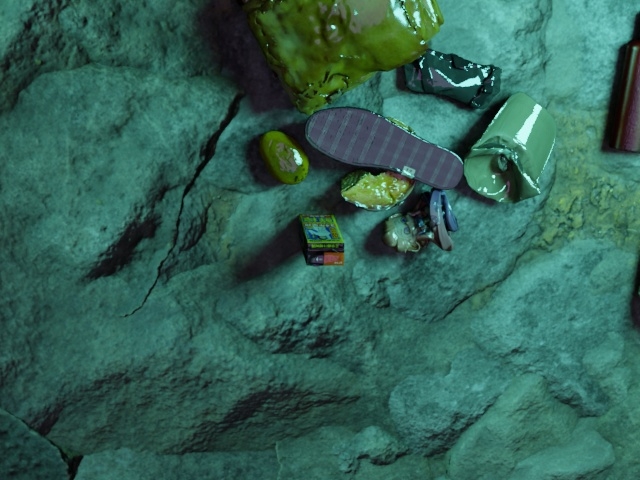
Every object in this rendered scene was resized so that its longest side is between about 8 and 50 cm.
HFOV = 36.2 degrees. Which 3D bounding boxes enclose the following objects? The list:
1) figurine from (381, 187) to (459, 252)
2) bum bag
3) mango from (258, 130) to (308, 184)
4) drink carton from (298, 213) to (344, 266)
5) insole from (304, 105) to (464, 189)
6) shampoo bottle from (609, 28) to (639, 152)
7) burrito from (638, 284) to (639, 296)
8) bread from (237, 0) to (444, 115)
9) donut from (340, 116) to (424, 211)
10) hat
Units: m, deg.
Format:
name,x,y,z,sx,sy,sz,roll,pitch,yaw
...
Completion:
name,x,y,z,sx,sy,sz,roll,pitch,yaw
figurine,0.197,-0.025,1.882,0.157,0.126,0.114,-34,155,31
bum bag,0.243,-0.301,1.810,0.197,0.049,0.087,14,103,-11
mango,-0.069,-0.155,1.826,0.079,0.057,0.114,-38,101,12
drink carton,0.000,0.000,1.828,0.071,0.166,0.056,-2,110,-5
insole,0.118,-0.167,1.793,0.309,0.012,0.110,21,97,-11
shampoo bottle,0.614,-0.298,1.844,0.102,0.064,0.260,2,110,-7
burrito,0.725,0.044,1.961,0.143,0.105,0.299,-1,108,-10
bread,0.043,-0.396,1.690,0.324,0.167,0.277,-28,110,3
donut,0.118,-0.144,1.841,0.146,0.078,0.181,11,102,-11
hat,0.354,-0.180,1.868,0.166,0.144,0.173,34,59,-19
